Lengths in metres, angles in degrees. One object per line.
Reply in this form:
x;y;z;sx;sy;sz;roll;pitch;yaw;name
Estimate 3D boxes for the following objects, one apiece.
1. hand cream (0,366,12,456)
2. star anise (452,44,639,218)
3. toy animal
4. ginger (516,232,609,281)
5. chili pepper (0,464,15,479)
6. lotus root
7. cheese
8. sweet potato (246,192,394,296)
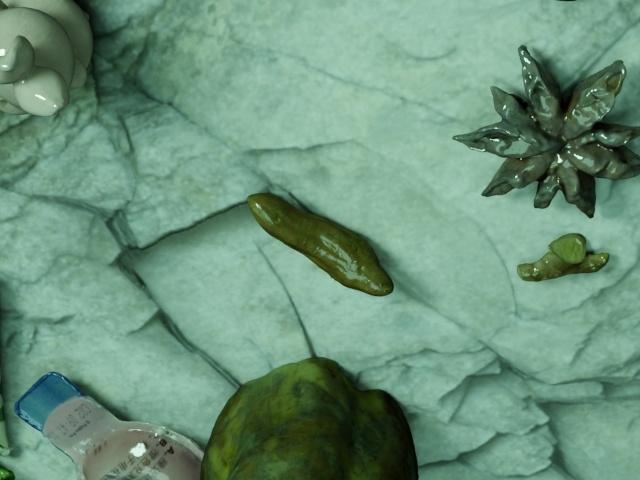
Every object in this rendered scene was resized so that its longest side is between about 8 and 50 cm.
-0.404;0.147;1.668;0.095;0.059;0.276;15;129;6;hand cream
0.236;-0.095;1.390;0.182;0.065;0.195;28;119;-10;star anise
-0.283;-0.168;1.345;0.124;0.212;0.124;2;117;4;toy animal
0.249;0.020;1.484;0.097;0.030;0.048;-10;123;14;ginger
-0.459;0.274;1.758;0.182;0.050;0.073;19;159;1;chili pepper
-0.021;0.300;1.538;0.250;0.346;0.250;3;116;5;lotus root
-0.232;0.263;1.703;0.286;0.074;0.189;40;120;-12;cheese
-0.001;0.000;1.500;0.182;0.054;0.053;32;156;-14;sweet potato
